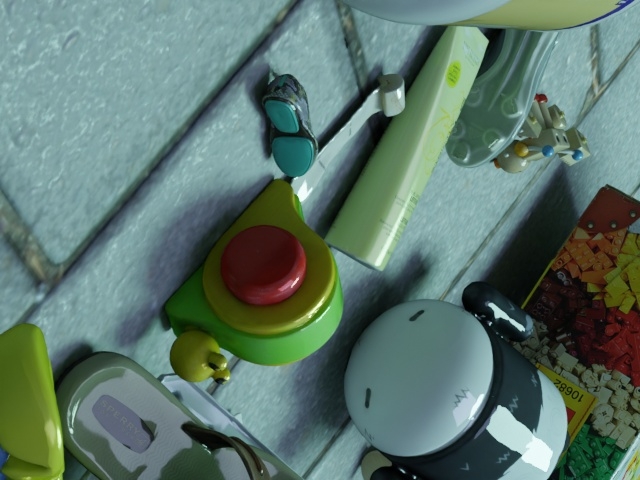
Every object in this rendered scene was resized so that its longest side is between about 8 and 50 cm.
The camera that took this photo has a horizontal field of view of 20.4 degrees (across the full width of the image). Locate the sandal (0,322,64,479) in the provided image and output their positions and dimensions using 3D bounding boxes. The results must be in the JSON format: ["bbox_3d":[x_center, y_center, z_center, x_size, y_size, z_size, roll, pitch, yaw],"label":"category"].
[{"bbox_3d":[-0.244,0.159,1.211,0.138,0.126,0.317,-10,148,-11],"label":"sandal"}]

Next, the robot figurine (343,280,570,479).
[{"bbox_3d":[0.141,0.172,1.825,0.174,0.209,0.278,-26,138,25],"label":"robot figurine"}]

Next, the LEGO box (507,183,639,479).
[{"bbox_3d":[0.333,0.201,2.197,0.372,0.193,0.500,-56,163,-10],"label":"LEGO box"}]

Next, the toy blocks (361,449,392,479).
[{"bbox_3d":[0.116,0.214,2.031,0.148,0.054,0.123,-23,138,-54],"label":"toy blocks"}]

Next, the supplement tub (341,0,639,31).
[{"bbox_3d":[0.105,-0.263,1.193,0.331,0.241,0.241,-10,128,-60],"label":"supplement tub"}]

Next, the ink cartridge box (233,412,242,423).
[{"bbox_3d":[-0.136,0.351,1.617,0.353,0.119,0.207,-47,153,-23],"label":"ink cartridge box"}]

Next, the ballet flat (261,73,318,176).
[{"bbox_3d":[-0.021,-0.094,1.410,0.041,0.041,0.114,-49,156,-20],"label":"ballet flat"}]

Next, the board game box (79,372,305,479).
[{"bbox_3d":[-0.114,0.371,1.468,0.390,0.050,0.390,45,71,-23],"label":"board game box"}]

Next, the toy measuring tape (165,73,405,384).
[{"bbox_3d":[0.000,0.000,1.468,0.330,0.121,0.121,-48,155,-23],"label":"toy measuring tape"}]

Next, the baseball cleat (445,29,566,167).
[{"bbox_3d":[0.191,-0.161,1.703,0.206,0.072,0.109,-61,163,16],"label":"baseball cleat"}]

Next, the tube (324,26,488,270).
[{"bbox_3d":[0.084,-0.090,1.600,0.240,0.062,0.070,-62,-163,-3],"label":"tube"}]

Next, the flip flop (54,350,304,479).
[{"bbox_3d":[-0.094,0.184,1.391,0.277,0.080,0.112,45,71,-31],"label":"flip flop"}]

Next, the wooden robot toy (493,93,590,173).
[{"bbox_3d":[0.215,-0.104,1.857,0.079,0.076,0.173,-29,167,23],"label":"wooden robot toy"}]
